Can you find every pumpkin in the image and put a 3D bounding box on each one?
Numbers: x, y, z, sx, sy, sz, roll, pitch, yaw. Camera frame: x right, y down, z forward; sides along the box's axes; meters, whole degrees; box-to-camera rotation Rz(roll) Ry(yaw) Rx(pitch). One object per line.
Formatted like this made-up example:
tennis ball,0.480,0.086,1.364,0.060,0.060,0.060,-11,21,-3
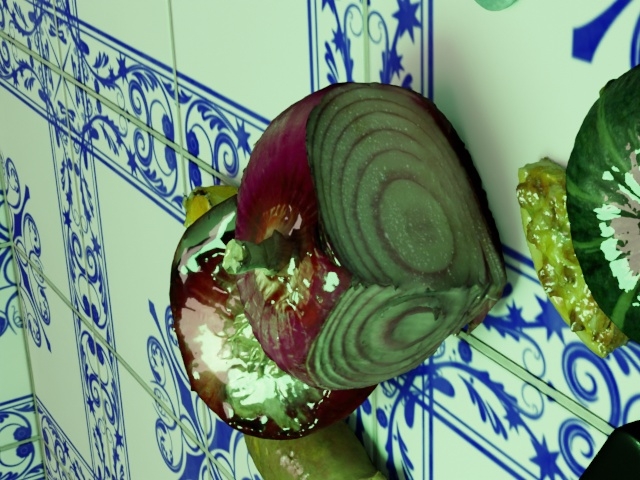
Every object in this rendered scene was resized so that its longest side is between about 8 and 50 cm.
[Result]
pumpkin,0.254,-0.022,0.785,0.211,0.152,0.211,8,101,45

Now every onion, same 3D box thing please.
onion,-0.032,0.073,1.355,0.272,0.195,0.272,-1,88,20
onion,0.020,0.000,1.147,0.230,0.272,0.256,-39,35,53

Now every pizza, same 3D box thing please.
pizza,0.206,0.001,0.999,0.175,0.046,0.134,63,151,23

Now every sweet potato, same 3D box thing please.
sweet potato,-0.031,0.237,1.496,0.337,0.131,0.131,45,140,43

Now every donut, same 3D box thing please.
donut,-0.124,-0.006,1.605,0.181,0.078,0.146,123,128,-64

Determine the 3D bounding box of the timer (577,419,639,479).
timer,0.256,0.247,1.019,0.144,0.055,0.187,58,148,32

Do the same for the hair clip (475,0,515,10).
hair clip,0.020,-0.383,0.930,0.392,0.238,0.318,68,157,14
